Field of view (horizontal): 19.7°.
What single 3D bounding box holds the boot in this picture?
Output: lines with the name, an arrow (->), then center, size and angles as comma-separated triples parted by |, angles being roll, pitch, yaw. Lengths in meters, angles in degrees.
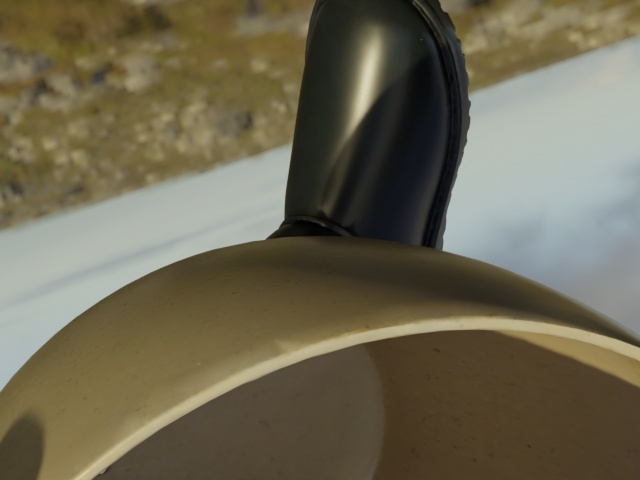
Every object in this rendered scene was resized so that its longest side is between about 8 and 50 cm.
boot -> 0.000, 0.000, 0.972 | 0.094, 0.246, 0.207 | 12, -150, 20

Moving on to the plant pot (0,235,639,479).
plant pot -> -0.011, 0.111, 0.608 | 0.284, 0.284, 0.191 | -19, -150, -11
